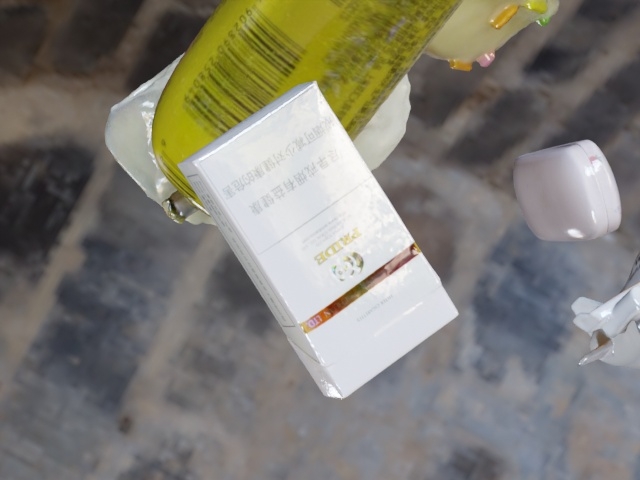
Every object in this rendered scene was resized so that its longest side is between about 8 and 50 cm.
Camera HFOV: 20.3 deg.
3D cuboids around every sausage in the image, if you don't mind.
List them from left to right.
[{"bbox_3d":[0.007,-0.143,1.135,0.347,0.123,0.123,-51,10,18],"label":"sausage"}]

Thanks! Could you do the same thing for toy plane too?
[{"bbox_3d":[0.362,0.056,1.902,0.245,0.117,0.244,-29,-18,-10],"label":"toy plane"}]

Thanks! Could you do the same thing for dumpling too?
[{"bbox_3d":[-0.049,-0.081,1.400,0.216,0.166,0.126,-27,32,-24],"label":"dumpling"}]

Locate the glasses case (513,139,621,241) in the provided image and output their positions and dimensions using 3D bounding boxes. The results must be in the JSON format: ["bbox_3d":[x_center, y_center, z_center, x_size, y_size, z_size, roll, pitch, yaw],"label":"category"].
[{"bbox_3d":[0.083,-0.016,0.608,0.083,0.021,0.032,171,83,-82],"label":"glasses case"}]

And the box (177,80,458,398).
[{"bbox_3d":[0.000,0.000,0.976,0.084,0.154,0.040,-35,11,-18],"label":"box"}]

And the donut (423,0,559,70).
[{"bbox_3d":[0.014,-0.288,1.469,0.150,0.307,0.371,-53,39,15],"label":"donut"}]
